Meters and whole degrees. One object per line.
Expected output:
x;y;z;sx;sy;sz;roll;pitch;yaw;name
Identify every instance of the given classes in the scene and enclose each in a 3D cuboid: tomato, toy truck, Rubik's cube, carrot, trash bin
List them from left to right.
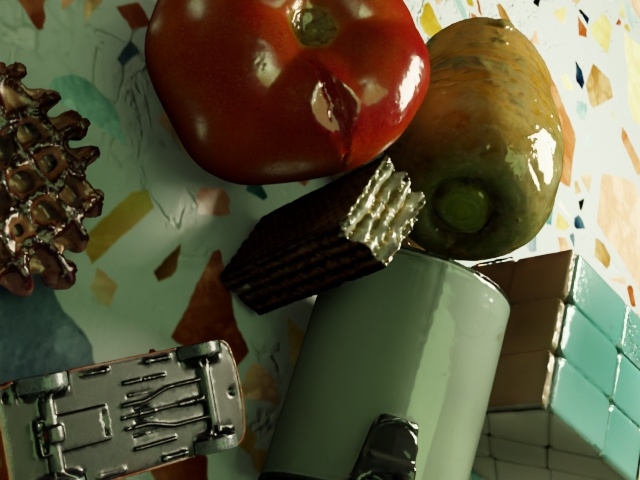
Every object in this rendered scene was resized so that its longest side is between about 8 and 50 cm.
-0.191;0.161;0.958;0.252;0.114;0.107;-7;84;-46;toy truck
-0.039;-0.187;1.116;0.298;0.226;0.299;5;69;-14;tomato
0.074;0.167;1.144;0.217;0.277;0.263;19;69;-4;trash bin
0.193;-0.128;1.309;0.224;0.224;0.341;55;30;-22;carrot
0.275;0.173;1.366;0.231;0.221;0.225;40;53;-33;Rubik's cube

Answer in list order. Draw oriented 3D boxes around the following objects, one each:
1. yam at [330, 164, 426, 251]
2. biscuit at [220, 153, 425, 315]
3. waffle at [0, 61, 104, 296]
0.091;-0.021;1.348;0.241;0.056;0.057;48;50;-27;yam
0.000;0.000;1.098;0.070;0.252;0.106;45;54;-17;biscuit
-0.299;-0.055;0.944;0.234;0.055;0.221;11;74;-39;waffle
